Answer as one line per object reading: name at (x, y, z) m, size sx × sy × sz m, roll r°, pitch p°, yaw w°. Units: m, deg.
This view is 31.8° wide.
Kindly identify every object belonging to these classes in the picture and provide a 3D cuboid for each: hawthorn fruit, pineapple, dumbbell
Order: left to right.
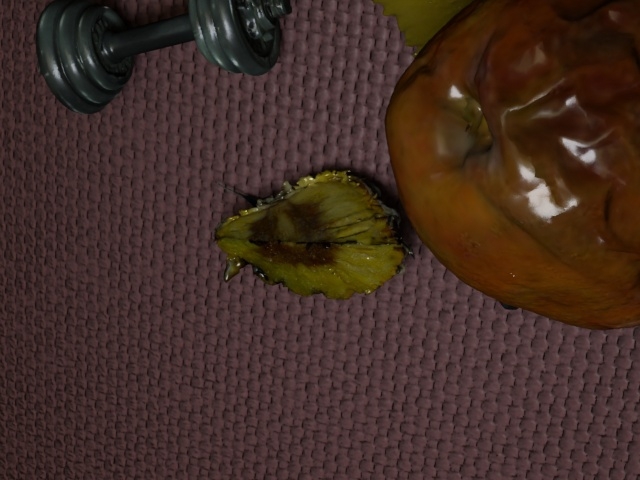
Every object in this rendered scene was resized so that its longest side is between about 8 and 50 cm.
dumbbell at (-0.230, -0.293, 1.605) m, size 0.406 × 0.179 × 0.179 m, roll -10°, pitch 102°, yaw 21°
pineapple at (0.002, -0.005, 1.647) m, size 0.334 × 0.158 × 0.161 m, roll -6°, pitch 142°, yaw 26°
hawthorn fruit at (0.307, -0.109, 1.295) m, size 0.472 × 0.472 × 0.472 m, roll 6°, pitch 107°, yaw 19°

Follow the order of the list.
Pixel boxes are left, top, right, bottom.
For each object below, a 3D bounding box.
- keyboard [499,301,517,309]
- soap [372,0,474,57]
keyboard at (0.328, -0.010, 1.571) m, size 0.106 × 0.016 × 0.262 m, roll 47°, pitch 115°, yaw 2°
soap at (0.108, -0.365, 1.391) m, size 0.169 × 0.304 × 0.339 m, roll -20°, pitch 98°, yaw 28°
